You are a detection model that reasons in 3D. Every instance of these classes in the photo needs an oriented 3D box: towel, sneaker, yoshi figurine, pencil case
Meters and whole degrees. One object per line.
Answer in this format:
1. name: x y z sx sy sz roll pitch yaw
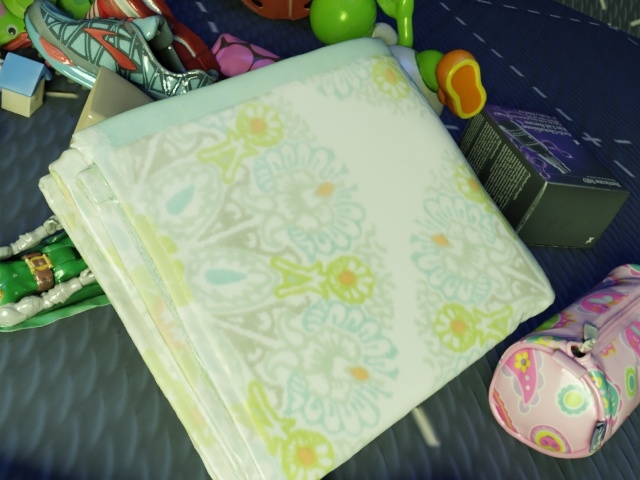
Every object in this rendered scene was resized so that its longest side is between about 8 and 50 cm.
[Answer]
1. towel: 0.000 0.000 0.601 0.374 0.090 0.320 -27 83 -31
2. sneaker: -0.234 -0.232 0.844 0.262 0.125 0.104 35 20 -2
3. sneaker: -0.228 -0.239 0.933 0.221 0.128 0.087 56 37 -11
4. yoshi figurine: 0.082 -0.291 1.063 0.203 0.203 0.362 -10 39 -23
5. pencil case: 0.291 0.113 0.709 0.284 0.124 0.124 -19 52 -43
6. pencil case: -0.067 -0.211 0.972 0.209 0.095 0.098 27 70 11

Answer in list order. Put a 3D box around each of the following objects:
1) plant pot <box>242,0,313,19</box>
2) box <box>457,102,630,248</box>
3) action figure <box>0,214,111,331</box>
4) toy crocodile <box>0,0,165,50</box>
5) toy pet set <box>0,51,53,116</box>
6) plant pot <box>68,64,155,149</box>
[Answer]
1. plant pot: -0.070 -0.574 1.309 0.272 0.272 0.265 11 46 -15
2. box: 0.309 -0.094 0.994 0.153 0.108 0.207 3 40 -25
3. action figure: -0.225 0.022 0.613 0.232 0.063 0.137 -23 58 -40
4. toy crocodile: -0.362 -0.316 0.947 0.115 0.105 0.340 -7 19 37
5. toy pet set: -0.383 -0.191 0.797 0.114 0.065 0.122 18 36 -5
6. plant pot: -0.215 -0.104 0.746 0.096 0.109 0.109 20 34 -24
